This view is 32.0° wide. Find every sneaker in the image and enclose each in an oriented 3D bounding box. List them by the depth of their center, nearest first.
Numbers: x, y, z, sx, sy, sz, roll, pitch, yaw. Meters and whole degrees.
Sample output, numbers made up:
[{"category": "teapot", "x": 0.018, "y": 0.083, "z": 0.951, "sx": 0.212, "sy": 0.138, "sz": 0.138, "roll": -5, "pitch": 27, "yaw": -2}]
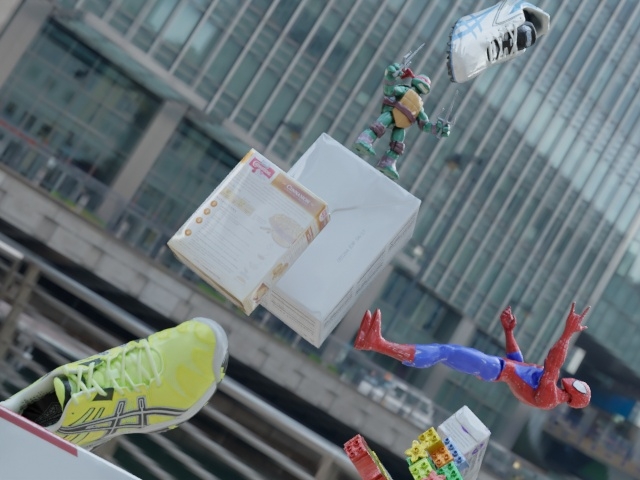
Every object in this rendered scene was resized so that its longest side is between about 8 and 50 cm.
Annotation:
[{"category": "sneaker", "x": 0.251, "y": -0.287, "z": 1.584, "sx": 0.086, "sy": 0.237, "sz": 0.085, "roll": 9, "pitch": -58, "yaw": 34}, {"category": "sneaker", "x": -0.314, "y": 0.232, "z": 1.685, "sx": 0.145, "sy": 0.384, "sz": 0.147, "roll": 65, "pitch": 9, "yaw": 25}]

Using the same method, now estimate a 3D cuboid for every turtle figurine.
[{"category": "turtle figurine", "x": 0.163, "y": -0.242, "z": 2.107, "sx": 0.175, "sy": 0.234, "sz": 0.118, "roll": 35, "pitch": -9, "yaw": -15}]

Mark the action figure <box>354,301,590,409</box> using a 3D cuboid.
[{"category": "action figure", "x": 0.196, "y": 0.110, "z": 1.297, "sx": 0.280, "sy": 0.139, "sz": 0.091, "roll": 21, "pitch": -6, "yaw": -6}]

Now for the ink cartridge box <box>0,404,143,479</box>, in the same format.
[{"category": "ink cartridge box", "x": -0.307, "y": 0.226, "z": 1.009, "sx": 0.197, "sy": 0.114, "sz": 0.272, "roll": 37, "pitch": -27, "yaw": -29}]

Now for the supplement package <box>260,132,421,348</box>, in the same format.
[{"category": "supplement package", "x": 0.000, "y": 0.000, "z": 1.813, "sx": 0.204, "sy": 0.262, "sz": 0.145, "roll": 37, "pitch": -20, "yaw": 13}]

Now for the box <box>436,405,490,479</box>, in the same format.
[{"category": "box", "x": 0.224, "y": 0.388, "z": 1.879, "sx": 0.067, "sy": 0.063, "sz": 0.324, "roll": 45, "pitch": -24, "yaw": 27}]

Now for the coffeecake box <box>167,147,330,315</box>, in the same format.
[{"category": "coffeecake box", "x": -0.099, "y": -0.013, "z": 1.578, "sx": 0.142, "sy": 0.185, "sz": 0.068, "roll": 37, "pitch": -13, "yaw": 16}]

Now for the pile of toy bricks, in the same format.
[{"category": "pile of toy bricks", "x": 0.097, "y": 0.206, "z": 0.860, "sx": 0.105, "sy": 0.118, "sz": 0.212, "roll": 56, "pitch": 0, "yaw": -40}]
